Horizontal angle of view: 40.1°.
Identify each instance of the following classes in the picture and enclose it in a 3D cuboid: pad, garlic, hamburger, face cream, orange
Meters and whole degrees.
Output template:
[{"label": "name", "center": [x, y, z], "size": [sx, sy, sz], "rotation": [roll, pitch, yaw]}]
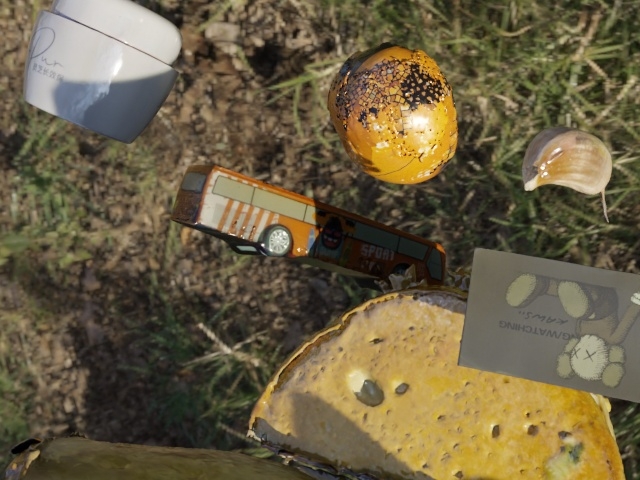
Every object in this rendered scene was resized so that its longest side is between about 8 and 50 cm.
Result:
[{"label": "pad", "center": [0.234, 0.082, 0.848], "size": [0.190, 0.004, 0.127], "rotation": [10, 106, 17]}, {"label": "garlic", "center": [0.431, -0.120, 1.485], "size": [0.090, 0.198, 0.128], "rotation": [9, 81, 59]}, {"label": "hamburger", "center": [0.167, 0.177, 1.063], "size": [0.445, 0.268, 0.287], "rotation": [10, 81, 25]}, {"label": "face cream", "center": [-0.173, -0.141, 0.697], "size": [0.117, 0.117, 0.104], "rotation": [25, 93, 33]}, {"label": "orange", "center": [0.114, -0.195, 1.370], "size": [0.234, 0.182, 0.234], "rotation": [49, 167, 15]}]

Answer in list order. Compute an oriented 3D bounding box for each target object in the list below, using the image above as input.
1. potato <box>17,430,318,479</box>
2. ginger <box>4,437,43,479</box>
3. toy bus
[{"label": "potato", "center": [-0.067, 0.221, 0.502], "size": [0.242, 0.285, 0.242], "rotation": [-1, 78, 3]}, {"label": "ginger", "center": [-0.479, 0.397, 1.231], "size": [0.133, 0.309, 0.107], "rotation": [40, 124, 11]}, {"label": "toy bus", "center": [0.000, 0.000, 1.166], "size": [0.093, 0.409, 0.092], "rotation": [6, 80, 55]}]
